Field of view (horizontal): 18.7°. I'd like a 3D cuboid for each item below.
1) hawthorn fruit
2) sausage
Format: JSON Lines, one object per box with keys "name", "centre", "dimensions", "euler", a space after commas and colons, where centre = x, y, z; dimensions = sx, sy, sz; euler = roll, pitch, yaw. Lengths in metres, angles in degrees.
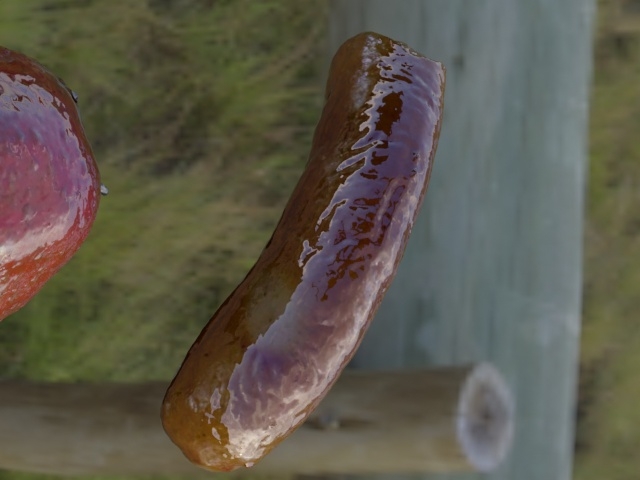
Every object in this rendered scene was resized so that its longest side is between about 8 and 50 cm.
{"name": "hawthorn fruit", "centre": [-0.282, -0.034, 1.549], "dimensions": [0.300, 0.254, 0.254], "euler": [7, 85, -47]}
{"name": "sausage", "centre": [0.003, 0.000, 1.143], "dimensions": [0.076, 0.103, 0.302], "euler": [41, 59, -30]}
